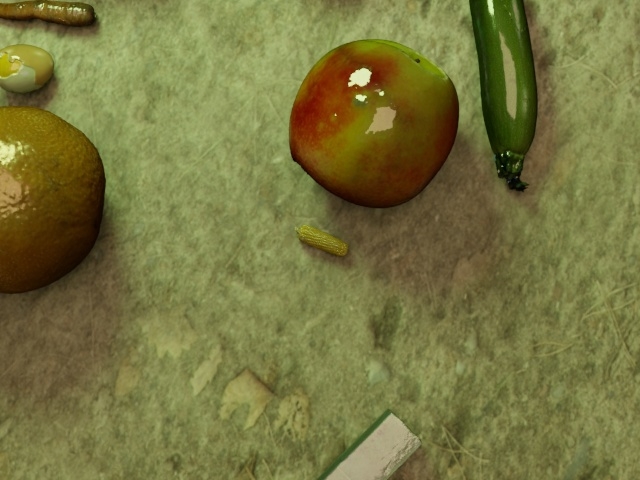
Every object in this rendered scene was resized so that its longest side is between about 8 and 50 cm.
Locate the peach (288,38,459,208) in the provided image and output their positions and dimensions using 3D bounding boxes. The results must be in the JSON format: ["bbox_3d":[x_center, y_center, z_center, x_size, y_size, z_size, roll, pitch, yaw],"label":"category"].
[{"bbox_3d":[0.071,-0.159,1.506,0.231,0.231,0.231,0,86,-1],"label":"peach"}]

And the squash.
[{"bbox_3d":[0.265,-0.234,1.579,0.087,0.087,0.331,-5,88,-1],"label":"squash"}]

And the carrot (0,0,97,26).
[{"bbox_3d":[-0.405,-0.332,1.600,0.165,0.035,0.035,6,86,2],"label":"carrot"}]

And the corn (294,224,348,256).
[{"bbox_3d":[0.000,0.000,1.586,0.083,0.028,0.027,24,81,-3],"label":"corn"}]

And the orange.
[{"bbox_3d":[-0.420,-0.055,1.483,0.264,0.264,0.264,0,86,-1],"label":"orange"}]

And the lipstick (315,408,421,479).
[{"bbox_3d":[0.007,0.370,1.539,0.066,0.068,0.317,45,87,3],"label":"lipstick"}]

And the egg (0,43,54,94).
[{"bbox_3d":[-0.422,-0.245,1.574,0.083,0.071,0.071,-11,86,-4],"label":"egg"}]
